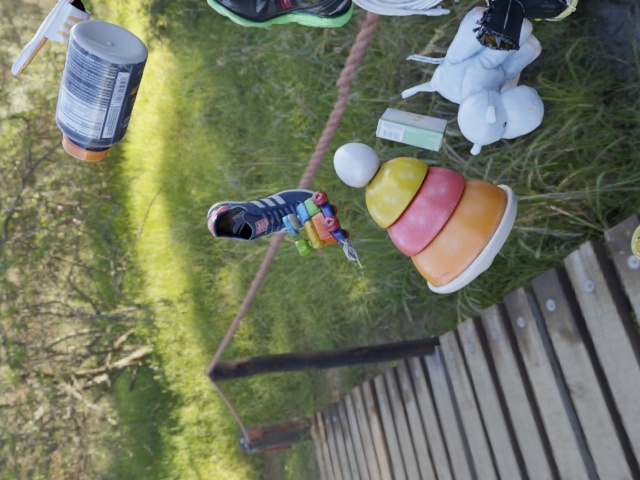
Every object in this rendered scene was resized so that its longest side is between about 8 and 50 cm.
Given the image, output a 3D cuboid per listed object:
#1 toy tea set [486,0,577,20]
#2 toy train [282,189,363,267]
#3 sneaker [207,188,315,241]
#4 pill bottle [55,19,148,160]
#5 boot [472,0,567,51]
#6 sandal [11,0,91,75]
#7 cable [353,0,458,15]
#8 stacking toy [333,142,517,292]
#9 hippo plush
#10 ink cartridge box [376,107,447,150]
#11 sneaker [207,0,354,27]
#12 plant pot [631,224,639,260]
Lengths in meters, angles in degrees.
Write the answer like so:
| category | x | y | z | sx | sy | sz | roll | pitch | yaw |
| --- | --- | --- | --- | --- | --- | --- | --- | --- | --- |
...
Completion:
| category | x | y | z | sx | sy | sz | roll | pitch | yaw |
| --- | --- | --- | --- | --- | --- | --- | --- | --- | --- |
| toy tea set | 0.474 | -0.530 | 1.076 | 0.336 | 0.200 | 0.124 | -43 | 17 | 21 |
| toy train | 0.000 | 0.000 | 1.500 | 0.105 | 0.143 | 0.248 | 46 | -163 | -59 |
| sneaker | -0.152 | -0.060 | 1.646 | 0.148 | 0.350 | 0.131 | -103 | 3 | -70 |
| pill bottle | -0.410 | -0.263 | 1.051 | 0.245 | 0.131 | 0.130 | -56 | 42 | 38 |
| boot | 0.291 | -0.323 | 0.838 | 0.045 | 0.121 | 0.099 | 103 | -175 | -76 |
| sandal | -0.546 | -0.434 | 1.203 | 0.265 | 0.076 | 0.102 | -42 | 31 | 20 |
| cable | 0.162 | -0.574 | 1.147 | 0.257 | 0.257 | 0.089 | 83 | -174 | -59 |
| stacking toy | 0.248 | -0.113 | 1.547 | 0.350 | 0.480 | 0.350 | -54 | 8 | 11 |
| hippo plush | 0.353 | -0.333 | 1.214 | 0.234 | 0.295 | 0.236 | 88 | 173 | -57 |
| ink cartridge box | 0.262 | -0.323 | 1.574 | 0.235 | 0.171 | 0.056 | -58 | -19 | -56 |
| sneaker | -0.125 | -0.793 | 1.806 | 0.185 | 0.483 | 0.202 | -115 | 25 | -44 |
| plant pot | 0.637 | 0.007 | 1.051 | 0.134 | 0.095 | 0.134 | -169 | 90 | -84 |
